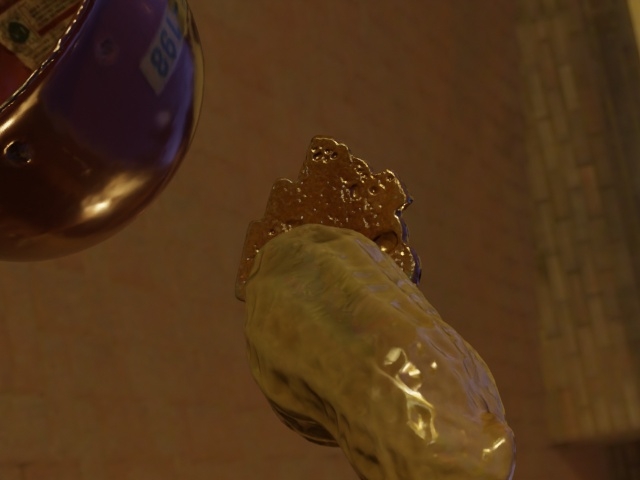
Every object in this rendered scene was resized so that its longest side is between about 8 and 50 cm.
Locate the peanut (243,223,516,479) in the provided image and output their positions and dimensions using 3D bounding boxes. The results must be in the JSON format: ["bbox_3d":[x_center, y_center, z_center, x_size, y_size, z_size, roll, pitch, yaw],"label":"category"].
[{"bbox_3d":[0.023,0.062,0.815,0.194,0.093,0.083,52,-7,44],"label":"peanut"}]

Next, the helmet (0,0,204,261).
[{"bbox_3d":[-0.228,-0.106,1.468,0.230,0.337,0.385,46,32,-31],"label":"helmet"}]

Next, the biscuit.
[{"bbox_3d":[0.000,0.000,1.114,0.119,0.130,0.019,60,7,18],"label":"biscuit"}]
